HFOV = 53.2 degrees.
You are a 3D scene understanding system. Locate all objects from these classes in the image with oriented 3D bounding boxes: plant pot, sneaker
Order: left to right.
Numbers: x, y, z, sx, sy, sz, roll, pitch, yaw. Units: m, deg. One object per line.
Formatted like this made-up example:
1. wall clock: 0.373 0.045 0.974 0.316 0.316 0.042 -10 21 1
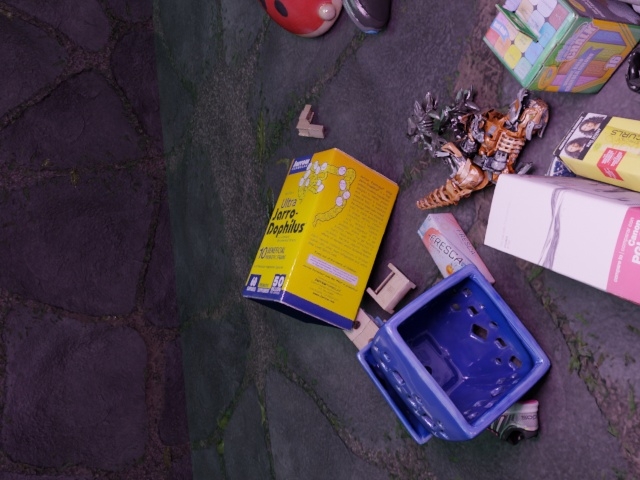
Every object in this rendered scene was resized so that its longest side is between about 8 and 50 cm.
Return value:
1. sneaker: 0.122 -0.634 1.400 0.139 0.125 0.341 6 100 53
2. plant pot: 0.221 0.219 1.157 0.236 0.236 0.212 54 148 10
3. sneaker: 0.335 0.341 1.179 0.170 0.063 0.075 -30 60 50
4. sneaker: 0.387 -0.090 1.078 0.058 0.052 0.135 31 117 58
5. sneaker: 0.475 -0.203 0.892 0.058 0.084 0.152 -29 68 55

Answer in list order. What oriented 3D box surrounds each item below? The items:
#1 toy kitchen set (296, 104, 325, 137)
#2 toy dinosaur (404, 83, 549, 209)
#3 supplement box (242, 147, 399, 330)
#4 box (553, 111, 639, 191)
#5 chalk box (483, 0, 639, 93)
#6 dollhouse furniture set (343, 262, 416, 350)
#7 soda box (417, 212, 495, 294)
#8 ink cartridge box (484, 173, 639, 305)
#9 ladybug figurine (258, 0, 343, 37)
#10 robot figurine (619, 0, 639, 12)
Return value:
1. toy kitchen set: -0.014 -0.313 1.738 0.068 0.075 0.083 70 -146 -57
2. toy dinosaur: 0.270 -0.165 1.183 0.322 0.164 0.218 -43 71 26
3. supplement box: 0.000 0.000 1.453 0.194 0.195 0.357 -2 65 58
4. box: 0.449 -0.121 0.910 0.087 0.058 0.232 -54 30 2
5. chalk box: 0.349 -0.314 0.962 0.132 0.213 0.132 67 146 32
6. dollhouse furniture set: 0.166 0.176 1.422 0.184 0.129 0.129 -51 44 7
7. soda box: 0.266 0.030 1.268 0.183 0.063 0.058 64 143 33
8. ink cartridge box: 0.407 -0.010 0.899 0.283 0.207 0.117 29 115 54
9. ladybug figurine: -0.079 -0.716 1.682 0.449 0.161 0.305 59 138 37
10. robot figurine: 0.431 -0.402 0.804 0.200 0.300 0.353 -42 41 -4
